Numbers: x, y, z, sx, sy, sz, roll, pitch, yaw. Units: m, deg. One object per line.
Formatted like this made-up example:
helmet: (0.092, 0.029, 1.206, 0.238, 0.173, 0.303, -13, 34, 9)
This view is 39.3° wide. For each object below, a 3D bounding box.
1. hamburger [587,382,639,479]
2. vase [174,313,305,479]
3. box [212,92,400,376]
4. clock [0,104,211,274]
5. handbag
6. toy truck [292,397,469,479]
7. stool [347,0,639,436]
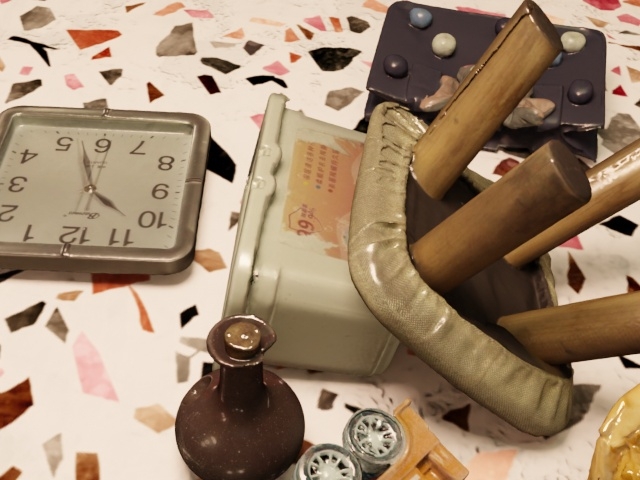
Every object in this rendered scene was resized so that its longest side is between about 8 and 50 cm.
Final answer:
hamburger: (0.333, 0.229, 0.727, 0.244, 0.244, 0.163, -11, 26, -16)
vase: (-0.070, 0.140, 0.795, 0.120, 0.183, 0.120, 4, 45, -4)
box: (0.000, 0.000, 0.967, 0.182, 0.175, 0.312, 12, 44, -7)
clock: (-0.276, -0.064, 1.075, 0.273, 0.049, 0.279, 3, 45, -2)
handbag: (0.233, -0.222, 1.245, 0.326, 0.118, 0.269, 9, 45, 6)
toy truck: (-0.001, 0.290, 0.692, 0.184, 0.133, 0.338, 41, 52, 19)
stool: (0.207, -0.016, 0.868, 0.310, 0.226, 0.310, 38, 38, -27)
